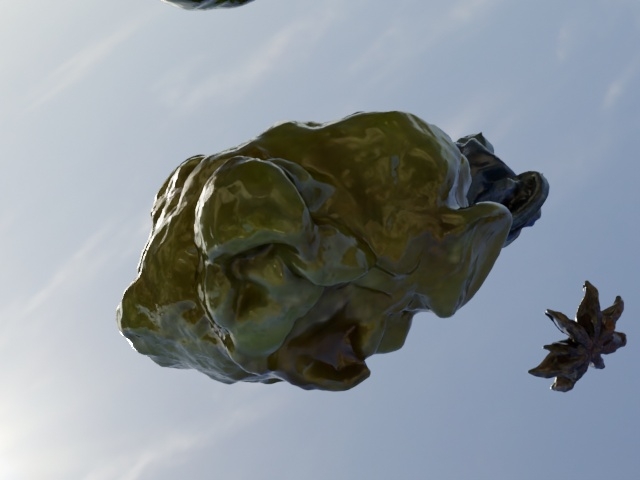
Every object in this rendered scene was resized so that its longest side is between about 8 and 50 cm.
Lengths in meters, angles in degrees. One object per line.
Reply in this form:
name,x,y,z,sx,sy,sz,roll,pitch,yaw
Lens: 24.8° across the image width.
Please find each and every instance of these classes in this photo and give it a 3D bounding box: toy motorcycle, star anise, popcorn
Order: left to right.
popcorn,-0.010,-0.007,1.356,0.334,0.293,0.292,-33,148,-38
toy motorcycle,0.198,-0.025,2.056,0.319,0.182,0.241,-128,-125,-68
star anise,0.300,0.114,1.648,0.141,0.141,0.042,-38,-136,-11

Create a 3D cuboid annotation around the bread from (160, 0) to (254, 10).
bread,-0.110,-0.274,1.283,0.158,0.260,0.156,49,-61,37
